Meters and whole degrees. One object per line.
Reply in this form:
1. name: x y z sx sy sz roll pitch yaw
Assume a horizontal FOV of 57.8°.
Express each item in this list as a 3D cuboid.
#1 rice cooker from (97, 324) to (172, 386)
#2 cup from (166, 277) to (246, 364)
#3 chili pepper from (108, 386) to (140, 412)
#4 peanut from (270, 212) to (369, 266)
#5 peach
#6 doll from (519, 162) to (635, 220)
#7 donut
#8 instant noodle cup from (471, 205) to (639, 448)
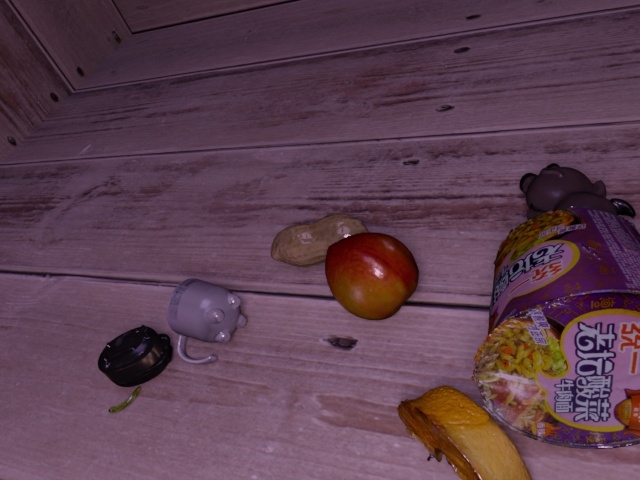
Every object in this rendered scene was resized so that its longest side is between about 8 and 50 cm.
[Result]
1. rice cooker: -0.424 0.264 1.328 0.165 0.106 0.112 -29 36 13
2. cup: -0.262 0.179 1.311 0.142 0.134 0.173 11 51 33
3. chili pepper: -0.438 0.359 1.299 0.083 0.017 0.030 -35 40 -10
4. peanut: 0.000 0.000 1.384 0.257 0.123 0.123 -7 44 27
5. peach: 0.102 0.066 1.205 0.198 0.197 0.197 -14 42 13
6. doll: 0.507 -0.069 1.189 0.182 0.117 0.257 -25 40 4
7. donut: 0.222 0.313 0.906 0.101 0.152 0.259 -33 42 -12
8. instant noodle cup: 0.404 0.118 0.911 0.340 0.339 0.265 -10 35 18
